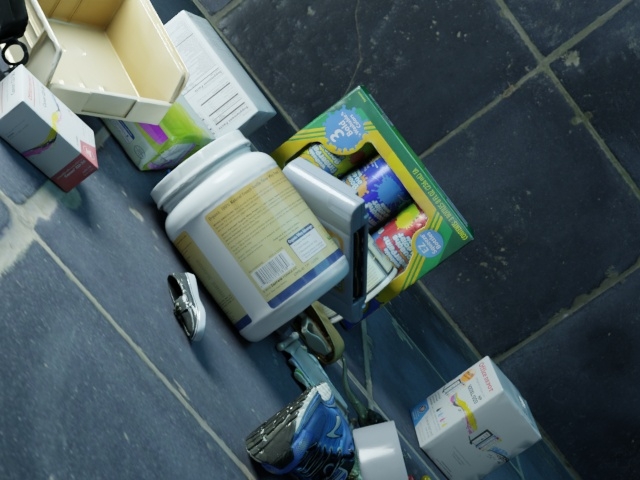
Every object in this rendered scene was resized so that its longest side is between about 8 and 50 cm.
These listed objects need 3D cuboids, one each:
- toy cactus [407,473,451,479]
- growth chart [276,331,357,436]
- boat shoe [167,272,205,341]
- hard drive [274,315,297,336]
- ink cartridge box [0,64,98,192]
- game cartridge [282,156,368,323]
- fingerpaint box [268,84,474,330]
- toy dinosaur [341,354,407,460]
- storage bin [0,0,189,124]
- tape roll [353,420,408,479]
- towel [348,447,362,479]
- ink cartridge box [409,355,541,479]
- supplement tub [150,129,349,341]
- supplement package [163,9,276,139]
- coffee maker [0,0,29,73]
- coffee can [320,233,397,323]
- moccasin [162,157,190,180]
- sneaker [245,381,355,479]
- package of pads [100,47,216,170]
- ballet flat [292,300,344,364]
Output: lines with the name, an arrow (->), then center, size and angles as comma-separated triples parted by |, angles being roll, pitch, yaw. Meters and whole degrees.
toy cactus -> 0.184, 0.509, 1.993 | 0.180, 0.112, 0.219 | -15, 84, -64
growth chart -> -0.003, 0.274, 2.125 | 0.237, 0.021, 0.172 | 55, 11, 8
boat shoe -> -0.210, 0.103, 1.753 | 0.040, 0.049, 0.142 | 9, 35, -24
hard drive -> -0.090, 0.103, 2.115 | 0.135, 0.094, 0.022 | 46, -17, -32
ink cartridge box -> -0.420, -0.176, 1.662 | 0.198, 0.067, 0.115 | 45, 14, -36
game cartridge -> 0.000, 0.000, 2.066 | 0.198, 0.062, 0.297 | 29, -39, 28
fingerpaint box -> 0.083, -0.079, 2.663 | 0.445, 0.371, 0.163 | 53, 11, -2
toy dinosaur -> 0.098, 0.351, 2.146 | 0.268, 0.064, 0.118 | 63, -1, -28
storage bin -> -0.391, -0.332, 1.896 | 0.262, 0.123, 0.260 | 4, 47, -47
tape roll -> 0.110, 0.406, 1.829 | 0.219, 0.072, 0.219 | -13, 90, -88
towel -> 0.081, 0.418, 2.014 | 0.110, 0.027, 0.148 | 55, 11, 12
ink cartridge box -> 0.356, 0.421, 2.611 | 0.168, 0.232, 0.171 | 50, 11, -20
supplement tub -> -0.124, -0.009, 1.953 | 0.316, 0.228, 0.228 | 54, 11, 0
supplement package -> -0.263, -0.317, 2.412 | 0.263, 0.198, 0.199 | 53, 10, 1
coffee maker -> -0.498, -0.329, 1.675 | 0.171, 0.120, 0.178 | 51, 12, -14
coffee can -> 0.009, 0.019, 2.498 | 0.275, 0.201, 0.201 | 53, 11, -5
moccasin -> -0.156, -0.016, 2.134 | 0.342, 0.116, 0.138 | 49, 12, -31
sneaker -> -0.007, 0.308, 1.722 | 0.147, 0.129, 0.330 | 52, 10, 8
package of pads -> -0.327, -0.246, 2.176 | 0.229, 0.101, 0.296 | 52, 12, 1
ballet flat -> -0.031, 0.150, 2.261 | 0.232, 0.080, 0.073 | 51, 23, -8
